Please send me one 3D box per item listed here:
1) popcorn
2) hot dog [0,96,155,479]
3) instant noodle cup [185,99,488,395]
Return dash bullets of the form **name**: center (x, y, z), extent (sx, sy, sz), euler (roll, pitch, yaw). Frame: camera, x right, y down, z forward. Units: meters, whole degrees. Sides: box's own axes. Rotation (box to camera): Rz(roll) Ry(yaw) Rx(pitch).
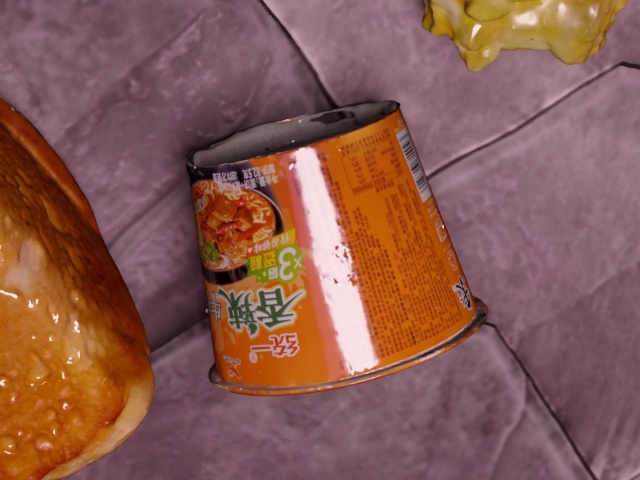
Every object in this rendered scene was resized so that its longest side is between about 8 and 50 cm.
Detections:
- **popcorn**: center (0.155, -0.208, 1.256), extent (0.174, 0.142, 0.173), euler (-14, 131, -17)
- **hot dog**: center (-0.296, -0.002, 1.262), extent (0.185, 0.223, 0.405), euler (-29, 119, 11)
- **instant noodle cup**: center (0.000, 0.000, 1.288), extent (0.230, 0.230, 0.182), euler (-14, 103, 3)
